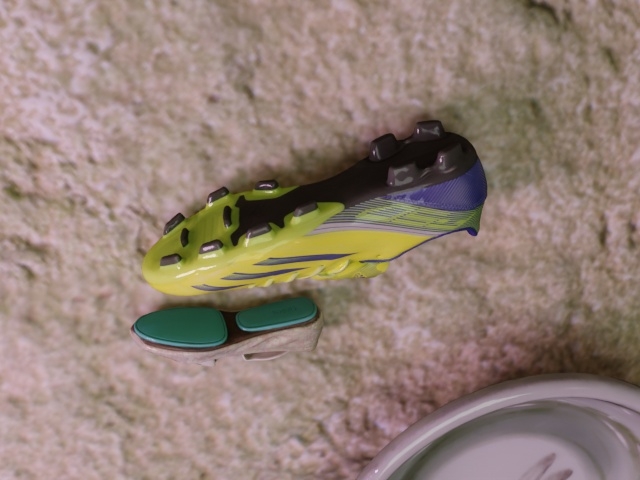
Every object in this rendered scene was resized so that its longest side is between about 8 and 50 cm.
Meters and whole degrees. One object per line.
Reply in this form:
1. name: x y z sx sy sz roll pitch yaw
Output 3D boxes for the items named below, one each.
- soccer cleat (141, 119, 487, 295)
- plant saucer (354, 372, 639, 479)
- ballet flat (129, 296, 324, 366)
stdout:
1. soccer cleat: 0.001 0.001 0.787 0.289 0.093 0.121 -20 126 -2
2. plant saucer: 0.187 0.282 0.968 0.400 0.100 0.400 -6 117 -11
3. ballet flat: -0.078 0.087 0.833 0.168 0.057 0.052 -4 127 -11
